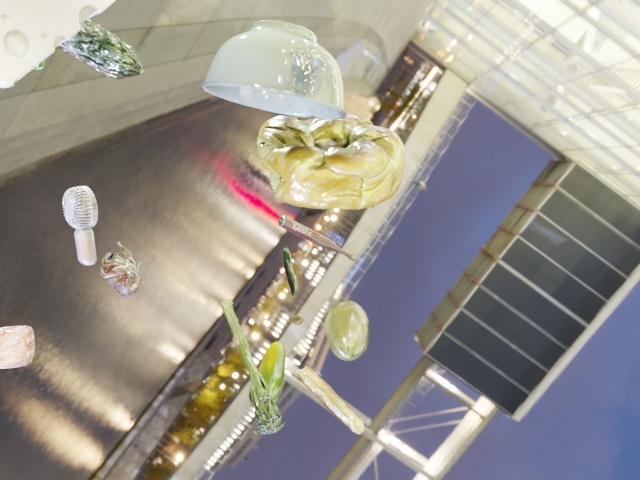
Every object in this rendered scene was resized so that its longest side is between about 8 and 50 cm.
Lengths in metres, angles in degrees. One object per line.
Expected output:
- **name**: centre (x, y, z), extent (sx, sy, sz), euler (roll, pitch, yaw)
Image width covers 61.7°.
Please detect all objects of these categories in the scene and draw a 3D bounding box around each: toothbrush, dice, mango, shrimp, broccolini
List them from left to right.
- **dice**: centre (-0.765, 0.262, 1.323), extent (0.093, 0.091, 0.094), euler (-177, -95, -74)
- **shrimp**: centre (-0.449, 0.063, 1.201), extent (0.073, 0.075, 0.190), euler (-49, -141, -2)
- **broccolini**: centre (-0.197, 0.345, 1.487), extent (0.074, 0.392, 0.078), euler (-31, 170, 41)
- **mango**: centre (-0.150, 0.414, 1.650), extent (0.122, 0.085, 0.191), euler (106, -1, -59)
- **toothbrush**: centre (0.001, 0.000, 1.841), extent (0.041, 0.364, 0.041), euler (-28, -131, 38)

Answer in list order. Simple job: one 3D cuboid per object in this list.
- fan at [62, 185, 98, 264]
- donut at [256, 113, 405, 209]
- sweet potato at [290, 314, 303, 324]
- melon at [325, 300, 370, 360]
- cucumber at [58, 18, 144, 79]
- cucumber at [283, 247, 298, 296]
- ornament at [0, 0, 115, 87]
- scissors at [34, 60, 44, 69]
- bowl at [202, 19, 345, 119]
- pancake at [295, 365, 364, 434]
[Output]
- **fan**: centre (-0.731, -0.044, 1.652), extent (0.130, 0.244, 0.074), euler (5, -167, 42)
- **donut**: centre (0.020, -0.199, 1.281), extent (0.360, 0.360, 0.170), euler (-58, 154, -57)
- **sweet potato**: centre (-0.088, 0.292, 1.963), extent (0.038, 0.041, 0.153), euler (-48, 180, -14)
- **melon**: centre (0.059, 0.195, 1.164), extent (0.099, 0.099, 0.162), euler (-53, -166, 22)
- **cucumber**: centre (-0.514, -0.434, 1.084), extent (0.096, 0.359, 0.096), euler (-57, -172, 12)
- **cucumber**: centre (-0.105, 0.108, 1.825), extent (0.036, 0.033, 0.184), euler (125, -44, -54)
- **ornament**: centre (-0.502, -0.385, 0.762), extent (0.240, 0.239, 0.240), euler (-60, 145, -31)
- **scissors**: centre (-0.893, -0.586, 1.585), extent (0.204, 0.101, 0.027), euler (108, -27, -61)
- **bowl**: centre (-0.080, -0.341, 1.058), extent (0.289, 0.289, 0.146), euler (-79, 179, -84)
- **pancake**: centre (0.012, 0.442, 1.564), extent (0.057, 0.266, 0.244), euler (-46, 141, -13)
